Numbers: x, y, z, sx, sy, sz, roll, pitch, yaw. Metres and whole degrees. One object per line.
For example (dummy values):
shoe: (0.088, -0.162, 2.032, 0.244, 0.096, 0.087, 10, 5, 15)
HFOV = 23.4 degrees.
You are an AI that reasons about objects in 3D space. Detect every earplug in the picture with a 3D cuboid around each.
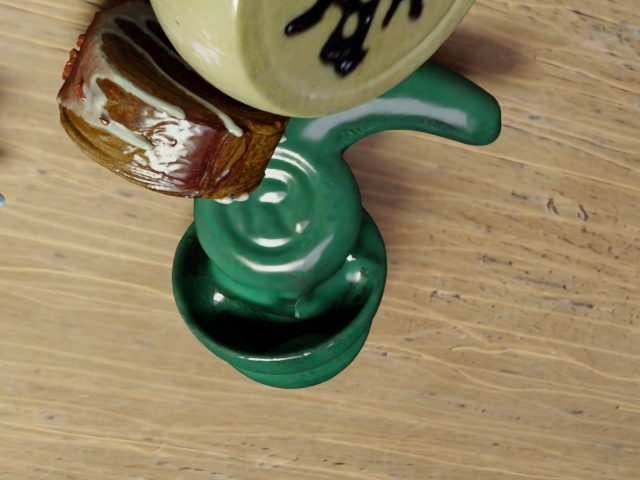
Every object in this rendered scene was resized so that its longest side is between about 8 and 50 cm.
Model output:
earplug: (-0.001, -0.007, 1.203, 0.257, 0.164, 0.280, -43, 155, -27)

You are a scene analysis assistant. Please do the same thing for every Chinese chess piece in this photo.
Chinese chess piece: (0.008, -0.201, 0.970, 0.257, 0.104, 0.257, -31, 144, -26)

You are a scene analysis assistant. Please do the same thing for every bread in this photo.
bread: (-0.099, -0.098, 1.058, 0.160, 0.160, 0.073, 11, 127, -25)

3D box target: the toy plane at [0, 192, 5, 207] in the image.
toy plane: (-0.351, -0.019, 1.083, 0.267, 0.122, 0.267, -7, 133, -7)
